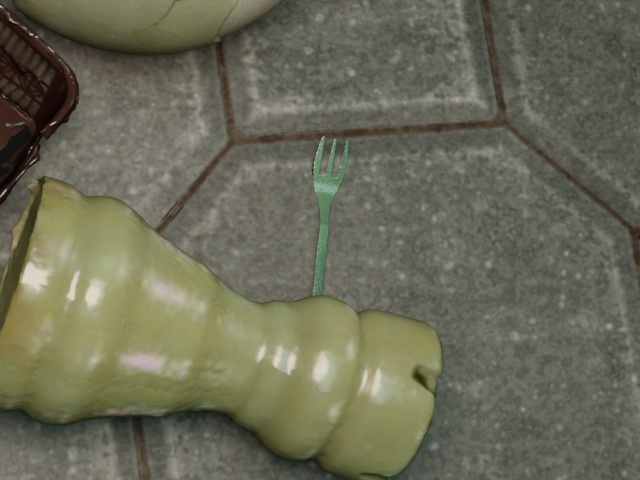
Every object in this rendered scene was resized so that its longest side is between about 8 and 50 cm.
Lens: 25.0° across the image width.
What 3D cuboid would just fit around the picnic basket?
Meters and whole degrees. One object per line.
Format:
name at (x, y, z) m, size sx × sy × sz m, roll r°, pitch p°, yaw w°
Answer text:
picnic basket at (-0.409, -0.158, 1.467) m, size 0.297 × 0.129 × 0.222 m, roll 37°, pitch 69°, yaw -6°

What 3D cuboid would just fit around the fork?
fork at (0.000, 0.000, 1.602) m, size 0.039 × 0.021 × 0.235 m, roll 10°, pitch 77°, yaw -9°

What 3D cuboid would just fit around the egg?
egg at (-0.169, -0.328, 1.489) m, size 0.336 × 0.278 × 0.278 m, roll 2°, pitch 77°, yaw -10°

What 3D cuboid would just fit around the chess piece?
chess piece at (-0.106, 0.107, 1.448) m, size 0.442 × 0.234 × 0.234 m, roll 17°, pitch 74°, yaw -14°
